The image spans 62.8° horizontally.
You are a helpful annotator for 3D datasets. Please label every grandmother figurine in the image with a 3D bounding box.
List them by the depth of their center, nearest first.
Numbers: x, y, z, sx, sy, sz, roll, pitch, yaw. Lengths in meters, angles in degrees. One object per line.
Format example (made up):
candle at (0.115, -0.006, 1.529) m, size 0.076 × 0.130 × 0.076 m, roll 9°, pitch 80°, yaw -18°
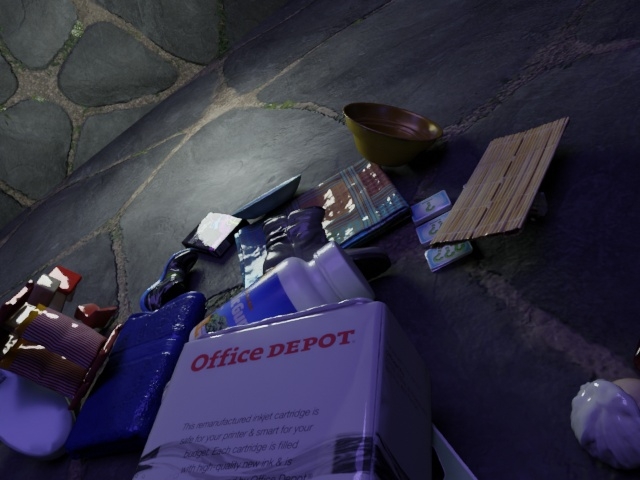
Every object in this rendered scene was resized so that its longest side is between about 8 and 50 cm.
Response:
grandmother figurine at (0.409, 0.115, 0.519) m, size 0.342 × 0.104 × 0.208 m, roll -34°, pitch 6°, yaw 5°

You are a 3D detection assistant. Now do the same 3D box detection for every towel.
towel at (-0.334, 0.253, 0.992) m, size 0.227 × 0.076 × 0.308 m, roll -22°, pitch 35°, yaw 29°
towel at (-0.014, -0.033, 1.094) m, size 0.370 × 0.040 × 0.271 m, roll -31°, pitch 34°, yaw 7°

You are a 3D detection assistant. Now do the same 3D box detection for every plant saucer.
plant saucer at (-0.120, -0.093, 1.232) m, size 0.194 × 0.037 × 0.195 m, roll -30°, pitch 10°, yaw 6°

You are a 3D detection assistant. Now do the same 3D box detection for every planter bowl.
planter bowl at (0.144, -0.216, 1.119) m, size 0.217 × 0.090 × 0.217 m, roll 9°, pitch 31°, yaw -5°

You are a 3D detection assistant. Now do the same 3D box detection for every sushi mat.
sushi mat at (0.297, -0.097, 0.853) m, size 0.151 × 0.019 × 0.316 m, roll -10°, pitch 32°, yaw 46°

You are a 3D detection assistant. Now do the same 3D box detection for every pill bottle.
pill bottle at (-0.056, 0.122, 0.818) m, size 0.272 × 0.152 × 0.152 m, roll -37°, pitch 33°, yaw 6°

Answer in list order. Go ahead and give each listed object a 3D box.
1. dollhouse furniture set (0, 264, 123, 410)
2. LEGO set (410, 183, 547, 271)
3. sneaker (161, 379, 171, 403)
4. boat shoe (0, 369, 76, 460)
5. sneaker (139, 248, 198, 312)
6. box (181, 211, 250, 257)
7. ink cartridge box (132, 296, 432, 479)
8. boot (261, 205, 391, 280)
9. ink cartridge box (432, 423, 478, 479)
dollhouse furniture set at (-0.526, 0.158, 1.105) m, size 0.152 × 0.201 × 0.374 m, roll -57°, pitch 17°, yaw 12°
LEGO set at (0.271, -0.069, 0.891) m, size 0.244 × 0.060 × 0.182 m, roll -27°, pitch 34°, yaw 16°
sneaker at (-0.193, 0.242, 0.841) m, size 0.103 × 0.111 × 0.252 m, roll -33°, pitch 33°, yaw 1°
boat shoe at (-0.622, 0.339, 1.070) m, size 0.367 × 0.157 × 0.136 m, roll 24°, pitch 54°, yaw 19°
sneaker at (-0.331, 0.098, 1.195) m, size 0.078 × 0.067 × 0.188 m, roll 12°, pitch 49°, yaw 21°
box at (-0.263, -0.017, 1.300) m, size 0.162 × 0.029 × 0.116 m, roll 8°, pitch 52°, yaw 47°
ink cartridge box at (-0.046, 0.280, 0.525) m, size 0.285 × 0.166 × 0.395 m, roll -15°, pitch 40°, yaw 26°
boot at (0.000, 0.000, 0.952) m, size 0.246 × 0.083 × 0.161 m, roll -10°, pitch 56°, yaw 16°
ink cartridge box at (0.058, 0.311, 0.595) m, size 0.235 × 0.056 × 0.171 m, roll -36°, pitch 34°, yaw -5°
